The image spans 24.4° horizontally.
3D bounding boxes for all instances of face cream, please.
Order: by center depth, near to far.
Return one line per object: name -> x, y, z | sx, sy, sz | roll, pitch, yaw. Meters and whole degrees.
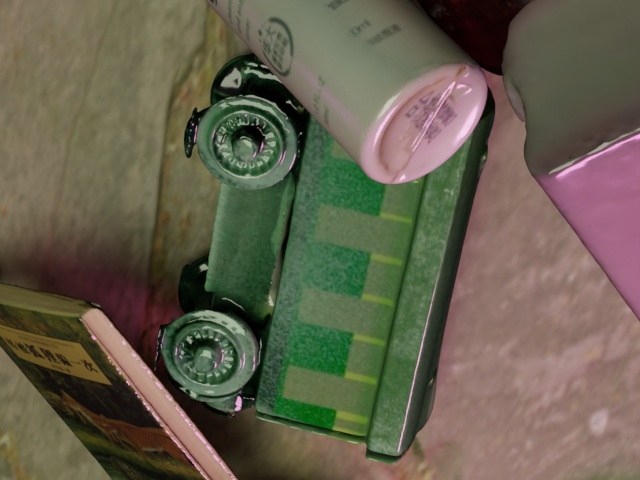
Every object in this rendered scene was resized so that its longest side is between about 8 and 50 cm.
face cream -> -0.026, -0.164, 0.904 | 0.311, 0.092, 0.092 | 50, 120, 30

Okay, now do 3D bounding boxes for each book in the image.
book -> -0.156, 0.117, 1.078 | 0.160, 0.024, 0.228 | 8, 141, 44

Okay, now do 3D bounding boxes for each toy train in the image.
toy train -> 0.000, 0.000, 1.017 | 0.202, 0.120, 0.300 | 12, 114, 4

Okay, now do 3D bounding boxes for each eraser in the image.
eraser -> 0.282, -0.048, 0.825 | 0.272, 0.122, 0.359 | -26, 142, 19

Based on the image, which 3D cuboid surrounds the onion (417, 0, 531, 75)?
onion -> 0.125, -0.218, 0.851 | 0.216, 0.207, 0.206 | -31, 106, 17
